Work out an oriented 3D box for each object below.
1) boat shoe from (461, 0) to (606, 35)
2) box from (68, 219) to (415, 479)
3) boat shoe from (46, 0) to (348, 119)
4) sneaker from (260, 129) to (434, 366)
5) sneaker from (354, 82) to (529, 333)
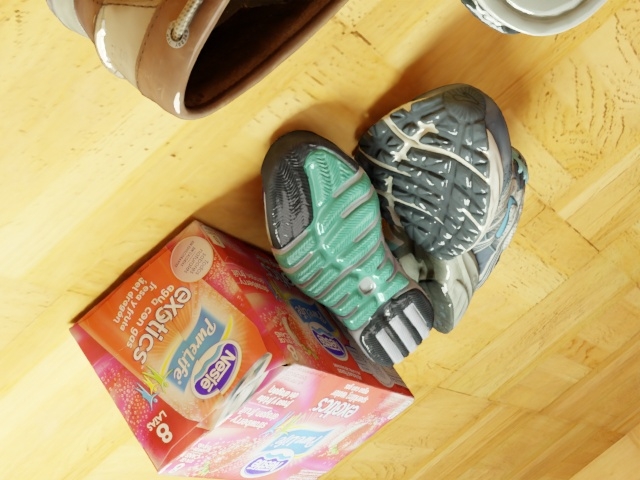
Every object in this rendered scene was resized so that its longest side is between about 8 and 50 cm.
[{"bbox_3d":[0.174,-0.240,0.631,0.302,0.114,0.091,-45,-164,5],"label":"boat shoe"},{"bbox_3d":[-0.047,0.093,0.892,0.123,0.128,0.257,-41,156,10],"label":"box"},{"bbox_3d":[0.030,-0.173,0.519,0.324,0.116,0.123,-41,156,10],"label":"boat shoe"},{"bbox_3d":[0.000,0.000,0.863,0.083,0.098,0.223,-38,132,-10],"label":"sneaker"},{"bbox_3d":[0.101,-0.045,0.905,0.122,0.110,0.283,-47,163,-20],"label":"sneaker"}]
